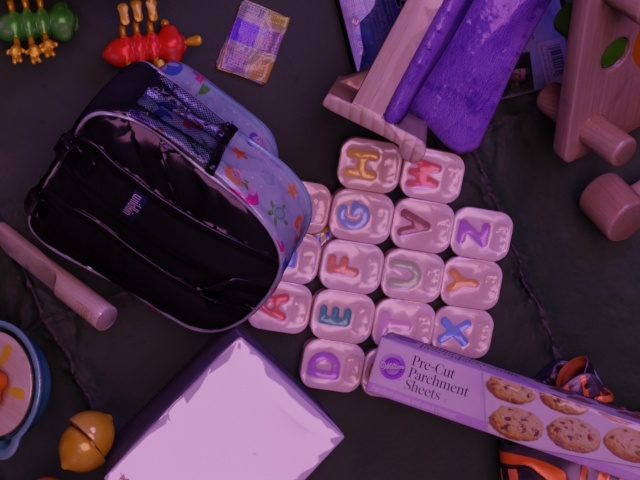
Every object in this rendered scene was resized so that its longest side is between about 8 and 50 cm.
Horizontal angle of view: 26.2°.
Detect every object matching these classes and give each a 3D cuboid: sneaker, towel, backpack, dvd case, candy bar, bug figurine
[{"bbox_3d":[0.350,0.204,1.517,0.321,0.124,0.180,-18,95,-6],"label":"sneaker"},{"bbox_3d":[-0.074,-0.216,1.507,0.060,0.009,0.083,22,90,-6],"label":"towel"},{"bbox_3d":[-0.139,-0.038,1.395,0.253,0.191,0.225,37,131,-3],"label":"backpack"},{"bbox_3d":[0.152,-0.237,1.527,0.253,0.022,0.180,-14,93,-6],"label":"dvd case"},{"bbox_3d":[0.000,0.000,1.521,0.162,0.018,0.040,-14,94,-5],"label":"candy bar"},{"bbox_3d":[-0.244,-0.292,1.450,0.216,0.072,0.279,-6,88,-13],"label":"bug figurine"}]

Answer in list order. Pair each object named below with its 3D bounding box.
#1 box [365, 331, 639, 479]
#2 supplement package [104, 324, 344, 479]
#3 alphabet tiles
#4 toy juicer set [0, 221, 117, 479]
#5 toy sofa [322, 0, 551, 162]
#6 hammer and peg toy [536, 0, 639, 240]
[{"bbox_3d":[0.211,0.178,1.454,0.324,0.063,0.067,19,96,12],"label":"box"},{"bbox_3d":[-0.102,0.205,1.424,0.149,0.203,0.194,44,87,-6],"label":"supplement package"},{"bbox_3d":[0.068,0.033,1.513,0.278,0.021,0.284,10,97,-9],"label":"alphabet tiles"},{"bbox_3d":[-0.304,0.153,1.407,0.209,0.089,0.329,10,90,32],"label":"toy juicer set"},{"bbox_3d":[0.160,-0.258,1.395,0.177,0.150,0.362,28,105,-2],"label":"toy sofa"},{"bbox_3d":[0.359,-0.190,1.464,0.266,0.361,0.127,-27,50,-22],"label":"hammer and peg toy"}]
